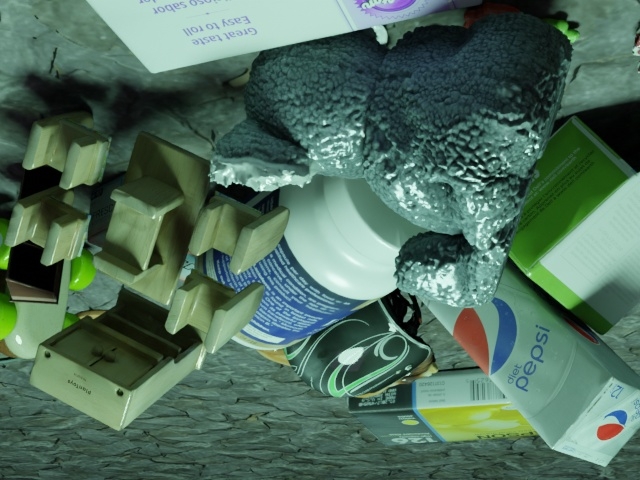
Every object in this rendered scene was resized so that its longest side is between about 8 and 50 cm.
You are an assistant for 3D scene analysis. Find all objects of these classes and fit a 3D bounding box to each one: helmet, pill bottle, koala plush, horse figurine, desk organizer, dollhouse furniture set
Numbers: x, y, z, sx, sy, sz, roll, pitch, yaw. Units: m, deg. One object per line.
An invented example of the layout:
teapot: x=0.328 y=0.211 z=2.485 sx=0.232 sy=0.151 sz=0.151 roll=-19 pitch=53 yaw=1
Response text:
helmet: x=0.031 y=0.103 z=1.227 sx=0.161 sy=0.169 sz=0.169 roll=-31 pitch=143 yaw=23
pill bottle: x=0.000 y=0.000 z=1.012 sx=0.153 sy=0.153 sz=0.264 roll=15 pitch=152 yaw=-29
koala plush: x=0.045 y=-0.088 z=0.732 sx=0.221 sy=0.196 sz=0.203 roll=19 pitch=164 yaw=11
horse figurine: x=0.047 y=0.166 z=1.477 sx=0.263 sy=0.066 sz=0.174 roll=25 pitch=140 yaw=-37
desk organizer: x=-0.273 y=-0.008 z=1.027 sx=0.047 sy=0.130 sz=0.050 roll=4 pitch=153 yaw=-7
dollhouse furniture set: x=-0.153 y=0.021 z=0.961 sx=0.212 sy=0.242 sz=0.161 roll=25 pitch=-158 yaw=12

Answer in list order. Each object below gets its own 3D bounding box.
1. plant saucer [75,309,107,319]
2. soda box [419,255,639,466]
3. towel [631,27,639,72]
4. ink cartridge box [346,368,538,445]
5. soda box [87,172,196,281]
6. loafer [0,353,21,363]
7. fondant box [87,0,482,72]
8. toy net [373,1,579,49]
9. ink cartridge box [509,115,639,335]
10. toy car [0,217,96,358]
plant saucer: x=-0.293 y=0.115 z=1.430 sx=0.083 sy=0.013 sz=0.083 roll=1 pitch=154 yaw=0
soda box: x=0.202 y=0.093 z=1.064 sx=0.098 sy=0.286 sz=0.091 roll=24 pitch=108 yaw=-41
towel: x=0.396 y=-0.199 z=0.720 sx=0.237 sy=0.037 sz=0.329 roll=5 pitch=156 yaw=-15
ink cartridge box: x=0.231 y=0.286 z=1.731 sx=0.303 sy=0.072 sz=0.307 roll=-9 pitch=152 yaw=18
soda box: x=-0.155 y=-0.004 z=1.112 sx=0.058 sy=0.063 sz=0.183 roll=-22 pitch=147 yaw=35
loafer: x=-0.461 y=0.086 z=1.283 sx=0.267 sy=0.096 sz=0.084 roll=14 pitch=146 yaw=-22
fondant box: x=-0.060 y=-0.236 z=0.575 sx=0.238 sy=0.096 sz=0.330 roll=-8 pitch=155 yaw=18
toy net: x=0.080 y=-0.141 z=0.834 sx=0.232 sy=0.045 sz=0.122 roll=6 pitch=155 yaw=-12
ink cartridge box: x=0.297 y=-0.052 z=0.987 sx=0.255 sy=0.097 sz=0.189 roll=-45 pitch=140 yaw=10
toy car: x=-0.372 y=0.050 z=1.162 sx=0.188 sy=0.149 sz=0.155 roll=3 pitch=168 yaw=22
